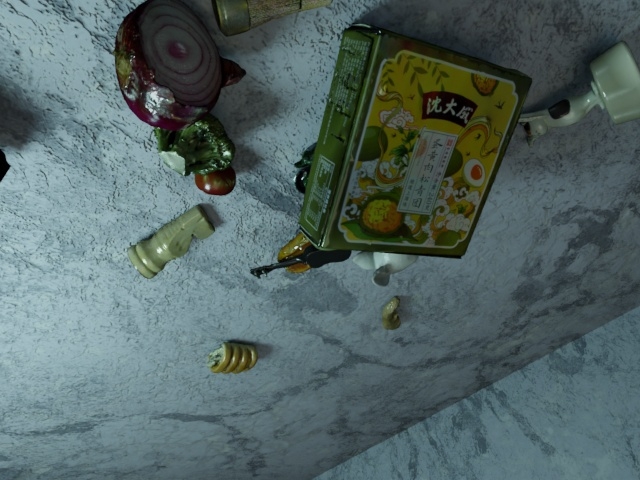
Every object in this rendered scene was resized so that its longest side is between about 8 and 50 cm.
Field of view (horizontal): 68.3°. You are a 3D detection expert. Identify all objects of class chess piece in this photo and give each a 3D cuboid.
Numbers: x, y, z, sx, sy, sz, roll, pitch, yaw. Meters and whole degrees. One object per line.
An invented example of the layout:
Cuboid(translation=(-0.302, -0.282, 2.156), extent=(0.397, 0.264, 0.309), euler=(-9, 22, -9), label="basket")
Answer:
Cuboid(translation=(-0.346, 0.000, 1.114), extent=(0.201, 0.090, 0.090), euler=(-35, 139, 1), label="chess piece")

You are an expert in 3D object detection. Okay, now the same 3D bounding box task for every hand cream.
Cuboid(translation=(-0.072, -0.394, 0.771), extent=(0.203, 0.083, 0.083), euler=(-16, 140, -12), label="hand cream")

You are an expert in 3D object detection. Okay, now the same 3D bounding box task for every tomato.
Cuboid(translation=(-0.220, -0.135, 1.001), extent=(0.087, 0.087, 0.075), euler=(7, 107, -28), label="tomato")

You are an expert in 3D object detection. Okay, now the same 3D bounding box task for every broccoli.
Cuboid(translation=(-0.246, -0.189, 0.892), extent=(0.146, 0.137, 0.162), euler=(-20, 121, 35), label="broccoli")

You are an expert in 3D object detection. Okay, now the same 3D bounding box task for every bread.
Cuboid(translation=(-0.291, 0.395, 1.574), extent=(0.177, 0.084, 0.119), euler=(14, 131, -38), label="bread")

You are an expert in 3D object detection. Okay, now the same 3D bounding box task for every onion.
Cuboid(translation=(-0.228, -0.280, 0.783), extent=(0.140, 0.195, 0.218), euler=(-22, 177, 42), label="onion")

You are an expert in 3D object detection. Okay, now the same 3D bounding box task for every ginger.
Cuboid(translation=(0.250, 0.266, 1.662), extent=(0.070, 0.051, 0.173), euler=(-18, 142, -7), label="ginger")

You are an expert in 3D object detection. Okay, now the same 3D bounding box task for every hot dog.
Cuboid(translation=(0.000, 0.000, 1.245), extent=(0.269, 0.072, 0.115), euler=(-29, 139, 14), label="hot dog")

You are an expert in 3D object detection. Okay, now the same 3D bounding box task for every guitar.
Cuboid(translation=(-0.053, 0.051, 1.208), extent=(0.272, 0.038, 0.083), euler=(-19, 132, 5), label="guitar")

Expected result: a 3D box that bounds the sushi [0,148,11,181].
Cuboid(translation=(-0.659, -0.135, 0.777), extent=(0.151, 0.153, 0.172), euler=(-17, 131, 3), label="sushi")

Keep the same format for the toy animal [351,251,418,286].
Cuboid(translation=(0.186, 0.013, 1.269), extent=(0.179, 0.127, 0.192), euler=(-21, 140, -40), label="toy animal")

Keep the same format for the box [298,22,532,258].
Cuboid(translation=(0.184, -0.174, 0.963), extent=(0.374, 0.138, 0.419), euler=(5, 113, -26), label="box")

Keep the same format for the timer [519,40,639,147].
Cuboid(translation=(0.592, -0.311, 1.095), extent=(0.266, 0.175, 0.175), euler=(-24, 144, 35), label="timer")

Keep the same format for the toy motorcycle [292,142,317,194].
Cuboid(translation=(0.065, -0.129, 1.084), extent=(0.187, 0.124, 0.275), euler=(-45, 130, 11), label="toy motorcycle")
